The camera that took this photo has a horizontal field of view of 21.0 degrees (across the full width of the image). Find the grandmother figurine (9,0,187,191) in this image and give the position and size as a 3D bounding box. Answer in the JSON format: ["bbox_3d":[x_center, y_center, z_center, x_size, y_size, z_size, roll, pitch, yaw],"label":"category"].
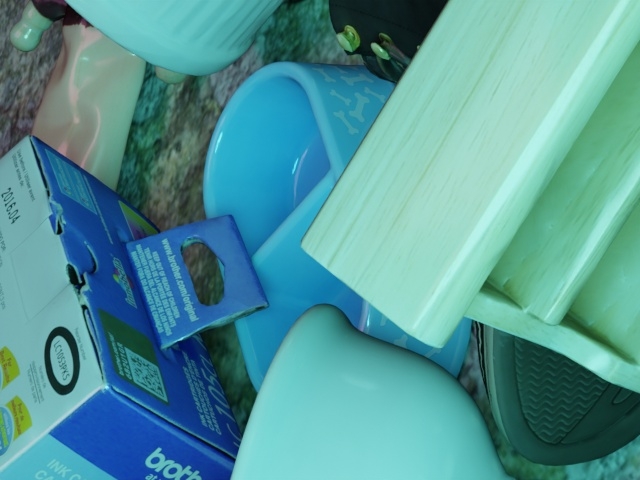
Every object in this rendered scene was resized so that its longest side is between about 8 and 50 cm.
[{"bbox_3d":[-0.180,-0.173,1.451,0.207,0.104,0.342,14,86,27],"label":"grandmother figurine"}]

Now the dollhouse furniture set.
[{"bbox_3d":[0.230,0.052,0.567,0.394,0.256,0.362,38,101,37],"label":"dollhouse furniture set"}]

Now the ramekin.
[{"bbox_3d":[-0.112,-0.265,1.256,0.127,0.273,0.273,-37,49,26],"label":"ramekin"}]

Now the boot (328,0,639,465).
[{"bbox_3d":[0.106,-0.089,0.990,0.284,0.138,0.377,-146,52,-66],"label":"boot"}]

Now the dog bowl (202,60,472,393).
[{"bbox_3d":[0.000,0.000,1.159,0.166,0.074,0.297,-47,44,34],"label":"dog bowl"}]

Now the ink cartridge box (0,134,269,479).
[{"bbox_3d":[-0.217,0.118,1.159,0.395,0.151,0.270,-41,41,14],"label":"ink cartridge box"}]

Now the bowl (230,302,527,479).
[{"bbox_3d":[0.039,0.189,0.929,0.134,0.298,0.298,10,84,13],"label":"bowl"}]
